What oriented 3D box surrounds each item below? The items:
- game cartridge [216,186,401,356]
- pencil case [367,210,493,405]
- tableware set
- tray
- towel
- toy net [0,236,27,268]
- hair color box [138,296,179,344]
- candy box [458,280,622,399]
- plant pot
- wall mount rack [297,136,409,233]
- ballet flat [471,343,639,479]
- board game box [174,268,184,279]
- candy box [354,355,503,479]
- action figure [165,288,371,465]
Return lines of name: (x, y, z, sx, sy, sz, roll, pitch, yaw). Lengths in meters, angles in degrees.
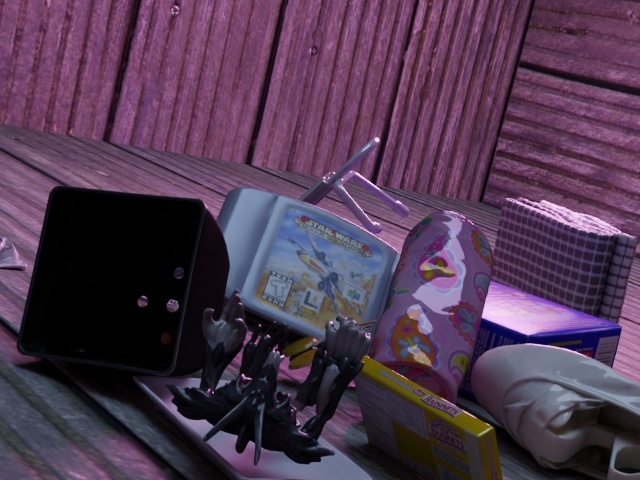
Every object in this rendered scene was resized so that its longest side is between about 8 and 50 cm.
game cartridge: (-0.007, 0.053, 1.598, 0.297, 0.198, 0.062, 25, -34, -8)
pencil case: (0.131, 0.092, 1.507, 0.124, 0.124, 0.284, 14, 43, 6)
tableware set: (-0.008, 0.136, 1.458, 0.154, 0.024, 0.104, -17, 11, 36)
tray: (-0.075, 0.193, 1.223, 0.145, 0.030, 0.270, 9, 10, -31)
towel: (0.385, 0.064, 2.095, 0.121, 0.235, 0.283, 2, 13, -30)
toy net: (-0.521, -0.001, 1.727, 0.232, 0.045, 0.122, 12, 8, -9)
hair color box: (-0.223, 0.095, 1.546, 0.167, 0.053, 0.093, 12, 10, -3)
candy box: (0.221, 0.130, 1.777, 0.317, 0.122, 0.268, 22, 13, 39)
plant pot: (-0.196, 0.057, 1.383, 0.188, 0.188, 0.167, 6, -11, 20)
wall mount rack: (0.000, 0.000, 1.876, 0.130, 0.350, 0.304, 48, 13, 1)
ballet flat: (0.323, 0.222, 1.393, 0.400, 0.139, 0.139, 20, 11, 31)
board game box: (-0.280, 0.048, 1.849, 0.126, 0.026, 0.186, 15, 9, 7)
candy box: (0.106, 0.195, 1.250, 0.027, 0.105, 0.206, -24, 28, -27)
action figure: (-0.045, 0.122, 1.171, 0.164, 0.141, 0.275, 16, 6, 5)
